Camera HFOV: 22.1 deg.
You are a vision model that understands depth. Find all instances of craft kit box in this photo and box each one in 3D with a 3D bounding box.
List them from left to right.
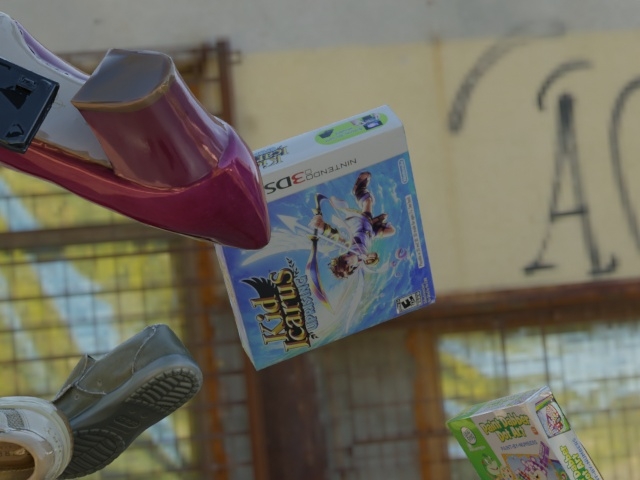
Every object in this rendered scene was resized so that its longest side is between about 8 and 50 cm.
[{"bbox_3d":[0.321,0.346,2.430,0.061,0.247,0.250,-29,-1,-26],"label":"craft kit box"}]

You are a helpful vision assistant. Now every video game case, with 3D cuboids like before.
[{"bbox_3d":[0.000,0.000,1.956,0.244,0.270,0.061,-20,35,-9],"label":"video game case"}]

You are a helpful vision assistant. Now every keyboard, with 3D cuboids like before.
[{"bbox_3d":[-0.274,-0.125,1.145,0.180,0.108,0.023,24,-46,-6],"label":"keyboard"}]

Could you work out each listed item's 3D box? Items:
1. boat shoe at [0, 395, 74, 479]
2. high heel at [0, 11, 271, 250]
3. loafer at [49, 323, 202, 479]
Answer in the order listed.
[{"bbox_3d":[-0.420,0.221,1.614,0.341,0.122,0.110,-12,7,8],"label":"boat shoe"},{"bbox_3d":[-0.209,-0.074,1.304,0.377,0.127,0.181,16,-31,43],"label":"high heel"},{"bbox_3d":[-0.231,0.172,1.740,0.251,0.087,0.094,-31,-41,18],"label":"loafer"}]
